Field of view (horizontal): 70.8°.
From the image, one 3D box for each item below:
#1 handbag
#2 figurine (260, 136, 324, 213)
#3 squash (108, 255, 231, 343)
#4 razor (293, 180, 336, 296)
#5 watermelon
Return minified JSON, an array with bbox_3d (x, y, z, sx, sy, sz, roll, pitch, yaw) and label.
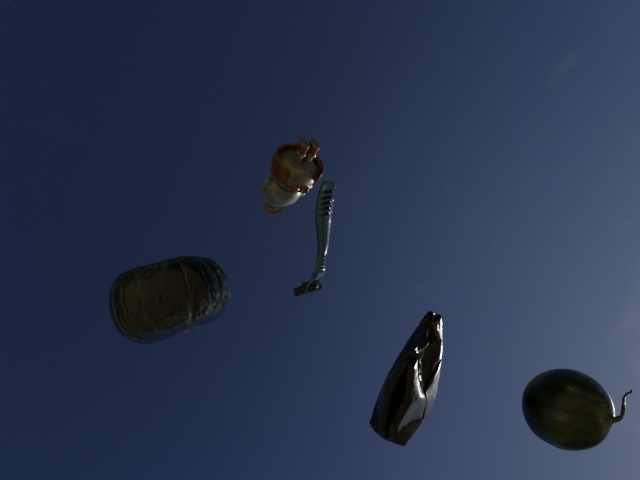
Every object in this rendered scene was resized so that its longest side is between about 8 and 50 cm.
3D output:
[{"bbox_3d":[0.277,0.381,1.319,0.152,0.342,0.287,18,-54,22],"label":"handbag"},{"bbox_3d":[-0.081,-0.161,1.214,0.143,0.143,0.271,20,-58,-7],"label":"figurine"},{"bbox_3d":[-0.325,0.124,0.982,0.252,0.252,0.165,-21,-98,1],"label":"squash"},{"bbox_3d":[0.000,0.000,0.944,0.082,0.042,0.253,-8,-66,-43],"label":"razor"},{"bbox_3d":[0.611,0.408,1.133,0.127,0.232,0.204,46,-111,-21],"label":"watermelon"}]
